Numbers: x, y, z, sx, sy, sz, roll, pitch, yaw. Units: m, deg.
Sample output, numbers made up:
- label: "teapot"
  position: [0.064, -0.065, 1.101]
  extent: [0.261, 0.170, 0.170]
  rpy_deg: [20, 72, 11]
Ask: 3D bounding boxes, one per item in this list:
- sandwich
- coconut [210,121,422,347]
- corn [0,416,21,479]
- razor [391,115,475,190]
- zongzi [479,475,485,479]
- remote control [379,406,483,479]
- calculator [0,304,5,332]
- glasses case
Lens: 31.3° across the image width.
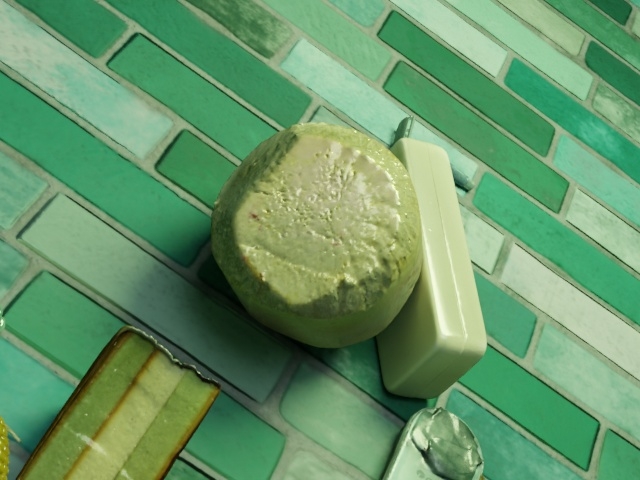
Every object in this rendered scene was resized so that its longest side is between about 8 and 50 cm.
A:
- label: "sandwich"
  position: [-0.198, 0.199, 1.035]
  extent: [0.117, 0.144, 0.187]
  rpy_deg: [33, 44, -4]
- label: "coconut"
  position: [0.000, 0.000, 1.270]
  extent: [0.239, 0.244, 0.239]
  rpy_deg: [0, 78, 2]
- label: "corn"
  position: [-0.308, 0.253, 0.955]
  extent: [0.091, 0.091, 0.260]
  rpy_deg: [56, 20, -54]
- label: "razor"
  position: [0.162, -0.113, 1.604]
  extent: [0.135, 0.040, 0.068]
  rpy_deg: [33, 45, -14]
- label: "zongzi"
  position: [0.243, 0.332, 1.234]
  extent: [0.189, 0.081, 0.178]
  rpy_deg: [10, 37, 10]
- label: "remote control"
  position: [0.107, 0.283, 1.236]
  extent: [0.104, 0.052, 0.247]
  rpy_deg: [38, 43, -4]
- label: "calculator"
  position: [-0.374, 0.090, 1.090]
  extent: [0.153, 0.021, 0.095]
  rpy_deg: [-16, 66, -40]
- label: "glasses case"
  position: [0.117, 0.030, 1.388]
  extent: [0.070, 0.131, 0.312]
  rpy_deg: [13, 50, -25]
